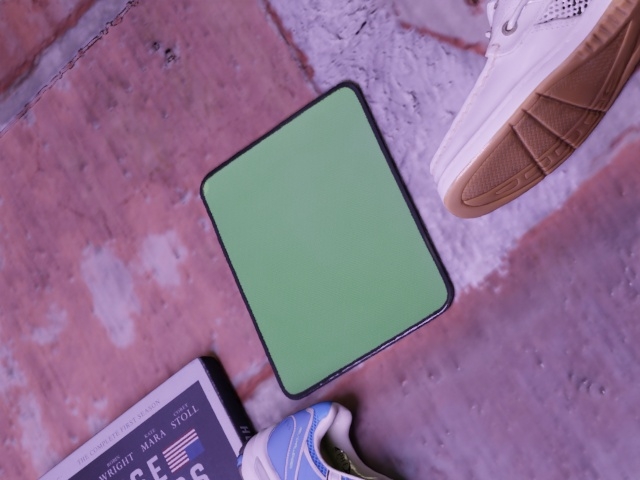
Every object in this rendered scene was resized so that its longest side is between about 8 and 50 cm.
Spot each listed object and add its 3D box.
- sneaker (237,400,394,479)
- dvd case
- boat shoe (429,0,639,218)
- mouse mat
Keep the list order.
[{"bbox_3d":[0.021,0.203,1.186,0.081,0.080,0.211,-41,67,23],"label":"sneaker"},{"bbox_3d":[-0.094,0.230,1.280,0.179,0.029,0.239,-38,67,20],"label":"dvd case"},{"bbox_3d":[0.154,-0.140,1.149,0.096,0.098,0.277,42,95,28],"label":"boat shoe"},{"bbox_3d":[0.000,0.000,1.268,0.152,0.007,0.190,-32,67,23],"label":"mouse mat"}]
